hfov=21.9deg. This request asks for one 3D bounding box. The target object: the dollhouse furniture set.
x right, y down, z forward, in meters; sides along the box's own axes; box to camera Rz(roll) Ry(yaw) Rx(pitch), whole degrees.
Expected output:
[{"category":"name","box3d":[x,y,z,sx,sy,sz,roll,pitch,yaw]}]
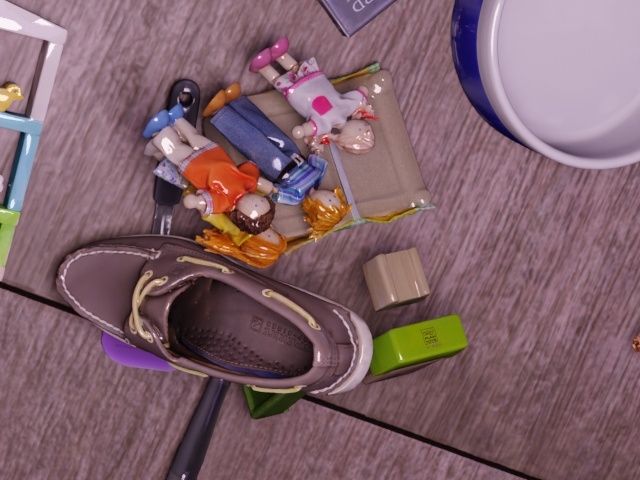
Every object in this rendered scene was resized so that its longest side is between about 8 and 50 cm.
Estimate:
[{"category":"dollhouse furniture set","box3d":[0.000,0.000,1.653,0.198,0.151,0.301,-12,78,-22]}]

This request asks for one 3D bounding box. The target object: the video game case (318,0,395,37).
[{"category":"video game case","box3d":[0.024,-0.363,1.593,0.196,0.026,0.274,-39,113,-6]}]

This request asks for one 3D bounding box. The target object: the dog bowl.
[{"category":"dog bowl","box3d":[0.270,-0.210,1.671,0.265,0.104,0.264,-5,105,-18]}]

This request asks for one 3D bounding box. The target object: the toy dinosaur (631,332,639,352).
[{"category":"toy dinosaur","box3d":[0.493,0.083,1.824,0.322,0.164,0.218,-11,92,3]}]

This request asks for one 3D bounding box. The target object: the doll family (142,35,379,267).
[{"category":"doll family","box3d":[-0.054,-0.064,1.523,0.163,0.118,0.263,46,46,6]}]

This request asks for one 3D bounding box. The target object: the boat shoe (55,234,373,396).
[{"category":"boat shoe","box3d":[-0.114,0.065,1.514,0.097,0.324,0.116,7,100,-65]}]

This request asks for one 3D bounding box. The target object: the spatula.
[{"category":"spatula","box3d":[-0.155,-0.013,1.615,0.084,0.030,0.296,8,101,-12]}]

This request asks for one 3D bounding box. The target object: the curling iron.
[{"category":"curling iron","box3d":[-0.134,0.254,1.688,0.068,0.035,0.274,9,101,-25]}]

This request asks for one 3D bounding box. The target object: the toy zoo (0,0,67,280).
[{"category":"toy zoo","box3d":[-0.351,-0.122,1.522,0.192,0.030,0.293,12,99,-21]}]
